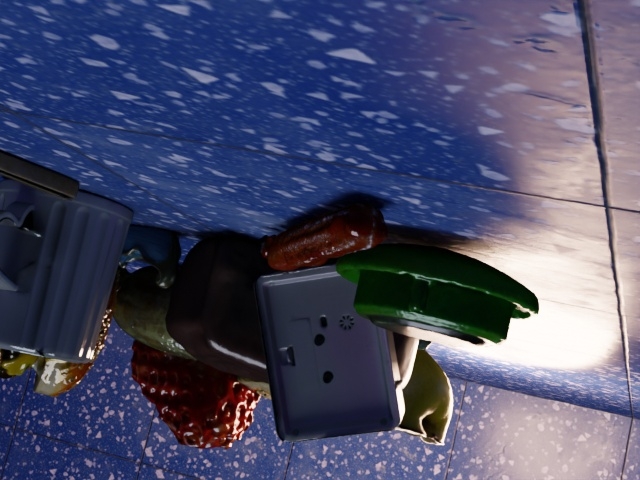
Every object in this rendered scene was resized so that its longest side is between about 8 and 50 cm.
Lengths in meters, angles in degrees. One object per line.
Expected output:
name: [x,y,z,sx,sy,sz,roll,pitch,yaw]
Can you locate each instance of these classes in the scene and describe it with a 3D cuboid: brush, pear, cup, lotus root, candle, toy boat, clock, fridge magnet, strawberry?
brush: [-0.373,-0.078,1.066,0.070,0.065,0.327,7,171,33]
pear: [0.054,0.219,1.858,0.386,0.191,0.340,9,166,29]
cup: [-0.352,0.034,1.275,0.221,0.202,0.167,19,168,-40]
lotus root: [-0.256,0.119,1.867,0.309,0.173,0.173,14,172,12]
candle: [0.000,0.000,1.033,0.051,0.048,0.329,-12,179,-17]
toy boat: [-0.249,0.023,1.456,0.075,0.077,0.185,22,168,-40]
clock: [0.014,0.123,1.195,0.146,0.192,0.071,-9,180,11]
fridge magnet: [0.115,0.054,1.055,0.208,0.088,0.208,13,171,2]
strawberry: [-0.216,0.224,1.975,0.265,0.336,0.149,0,137,-17]

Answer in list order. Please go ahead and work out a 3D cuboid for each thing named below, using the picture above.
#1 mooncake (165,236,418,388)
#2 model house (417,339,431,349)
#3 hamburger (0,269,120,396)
mooncake: [-0.022,0.109,1.363,0.325,0.174,0.334,20,170,-25]
model house: [0.133,0.140,1.608,0.083,0.079,0.066,13,173,-2]
hamburger: [-0.436,0.100,1.643,0.225,0.291,0.291,16,171,-17]
